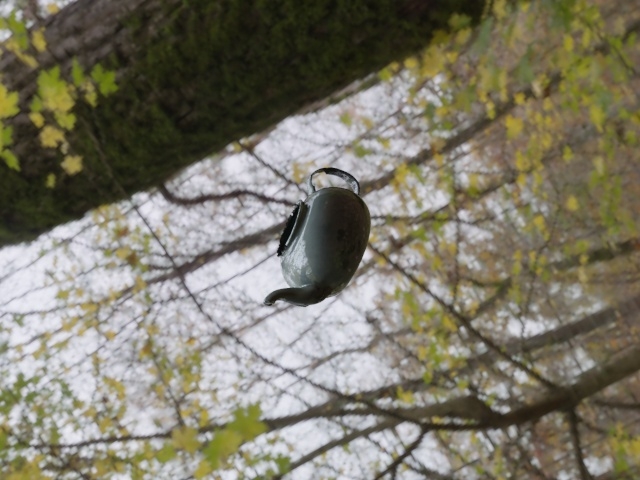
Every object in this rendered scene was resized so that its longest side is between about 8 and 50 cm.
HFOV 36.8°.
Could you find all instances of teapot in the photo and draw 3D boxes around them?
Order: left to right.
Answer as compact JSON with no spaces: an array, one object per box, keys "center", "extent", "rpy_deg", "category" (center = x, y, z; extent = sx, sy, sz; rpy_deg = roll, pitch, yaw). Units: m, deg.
[{"center":[0.000,0.000,1.596],"extent":[0.129,0.193,0.295],"rpy_deg":[22,-122,-11],"category":"teapot"}]
